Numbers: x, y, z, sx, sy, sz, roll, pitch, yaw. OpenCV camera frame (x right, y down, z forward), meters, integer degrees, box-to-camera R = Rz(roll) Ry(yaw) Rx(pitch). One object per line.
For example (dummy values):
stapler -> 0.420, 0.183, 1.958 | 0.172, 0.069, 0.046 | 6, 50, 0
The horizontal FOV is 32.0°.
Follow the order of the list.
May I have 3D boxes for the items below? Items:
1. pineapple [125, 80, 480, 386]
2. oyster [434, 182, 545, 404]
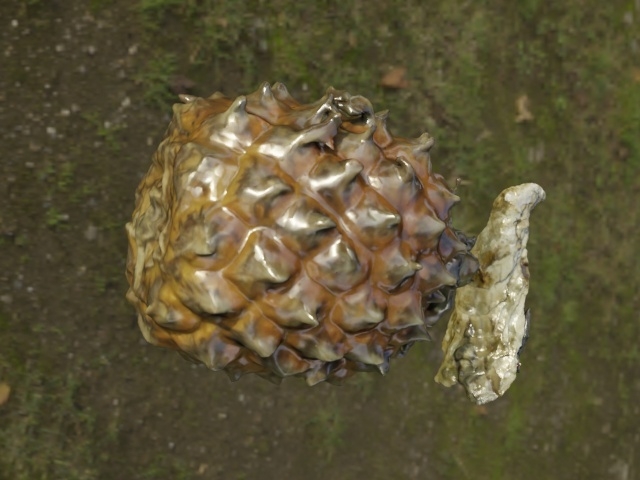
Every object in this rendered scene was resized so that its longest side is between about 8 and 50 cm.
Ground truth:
pineapple -> 0.000, 0.000, 0.586 | 0.193, 0.166, 0.166 | 10, 84, -24
oyster -> 0.147, 0.049, 1.014 | 0.061, 0.106, 0.200 | 16, 74, -54
